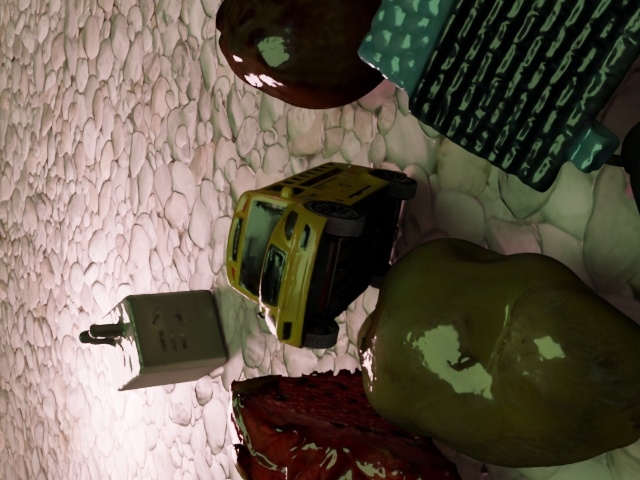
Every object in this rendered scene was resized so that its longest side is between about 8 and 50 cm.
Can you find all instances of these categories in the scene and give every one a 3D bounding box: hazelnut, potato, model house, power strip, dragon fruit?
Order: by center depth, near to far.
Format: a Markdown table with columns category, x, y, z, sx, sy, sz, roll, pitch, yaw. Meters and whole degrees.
| category | x | y | z | sx | sy | sz | roll | pitch | yaw |
| --- | --- | --- | --- | --- | --- | --- | --- | --- | --- |
| model house | 0.218 | -0.204 | 0.737 | 0.241 | 0.225 | 0.261 | 52 | 130 | 34 |
| potato | 0.174 | 0.114 | 0.825 | 0.351 | 0.202 | 0.218 | 9 | 102 | 51 |
| dragon fruit | 0.047 | 0.249 | 0.995 | 0.330 | 0.302 | 0.240 | -6 | 54 | 58 |
| hazelnut | -0.021 | -0.274 | 1.064 | 0.234 | 0.217 | 0.218 | 33 | 118 | 50 |
| power strip | -0.295 | 0.173 | 1.435 | 0.139 | 0.224 | 0.140 | -34 | 65 | 48 |

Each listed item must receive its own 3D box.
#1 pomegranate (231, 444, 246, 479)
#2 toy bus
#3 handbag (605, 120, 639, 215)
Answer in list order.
| category | x | y | z | sx | sy | sz | roll | pitch | yaw |
| --- | --- | --- | --- | --- | --- | --- | --- | --- | --- |
| pomegranate | -0.052 | 0.301 | 1.204 | 0.159 | 0.129 | 0.130 | -5 | 88 | 46 |
| toy bus | 0.000 | 0.000 | 0.947 | 0.151 | 0.331 | 0.145 | 17 | 108 | 16 |
| handbag | 0.332 | 0.009 | 0.628 | 0.275 | 0.177 | 0.302 | -24 | 73 | 51 |
